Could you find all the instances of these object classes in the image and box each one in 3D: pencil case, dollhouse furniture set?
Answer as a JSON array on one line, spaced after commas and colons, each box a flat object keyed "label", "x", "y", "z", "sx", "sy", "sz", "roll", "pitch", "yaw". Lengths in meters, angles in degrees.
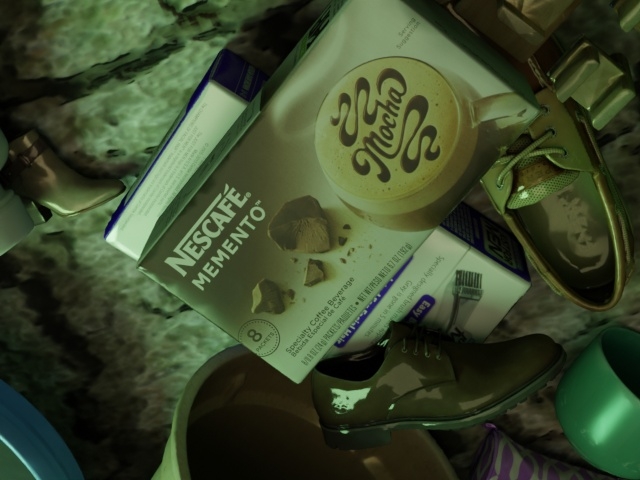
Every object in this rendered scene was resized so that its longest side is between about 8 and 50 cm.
[{"label": "pencil case", "x": 0.248, "y": 0.256, "z": 1.301, "sx": 0.206, "sy": 0.086, "sz": 0.088, "roll": 19, "pitch": 81, "yaw": -8}, {"label": "dollhouse furniture set", "x": 0.211, "y": -0.258, "z": 1.021, "sx": 0.212, "sy": 0.161, "sz": 0.242, "roll": 35, "pitch": 118, "yaw": -13}]

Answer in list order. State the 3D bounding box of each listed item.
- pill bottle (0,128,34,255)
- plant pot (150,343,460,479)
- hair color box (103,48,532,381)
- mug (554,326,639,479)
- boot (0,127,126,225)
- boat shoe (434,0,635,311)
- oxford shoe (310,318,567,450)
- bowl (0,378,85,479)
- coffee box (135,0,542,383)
[{"label": "pill bottle", "x": -0.367, "y": -0.098, "z": 1.118, "sx": 0.152, "sy": 0.152, "sz": 0.272, "roll": -25, "pitch": 106, "yaw": 15}, {"label": "plant pot", "x": -0.069, "y": 0.317, "z": 1.245, "sx": 0.334, "sy": 0.334, "sz": 0.305, "roll": 34, "pitch": 125, "yaw": -12}, {"label": "hair color box", "x": 0.000, "y": 0.000, "z": 1.180, "sx": 0.339, "sy": 0.110, "sz": 0.185, "roll": 33, "pitch": 112, "yaw": -10}, {"label": "mug", "x": 0.290, "y": 0.170, "z": 1.216, "sx": 0.129, "sy": 0.158, "sz": 0.097, "roll": 16, "pitch": 124, "yaw": -31}, {"label": "boot", "x": -0.250, "y": -0.064, "z": 1.201, "sx": 0.118, "sy": 0.042, "sz": 0.087, "roll": -19, "pitch": 111, "yaw": 12}, {"label": "boat shoe", "x": 0.189, "y": -0.076, "z": 1.123, "sx": 0.122, "sy": 0.120, "sz": 0.324, "roll": -30, "pitch": 110, "yaw": 16}, {"label": "oxford shoe", "x": 0.098, "y": 0.112, "z": 1.125, "sx": 0.227, "sy": 0.083, "sz": 0.096, "roll": -15, "pitch": 109, "yaw": 9}, {"label": "bowl", "x": -0.405, "y": 0.257, "z": 1.262, "sx": 0.391, "sy": 0.077, "sz": 0.391, "roll": 6, "pitch": 121, "yaw": 10}, {"label": "coffee box", "x": 0.010, "y": -0.056, "z": 1.032, "sx": 0.168, "sy": 0.119, "sz": 0.297, "roll": 37, "pitch": 108, "yaw": -12}]
